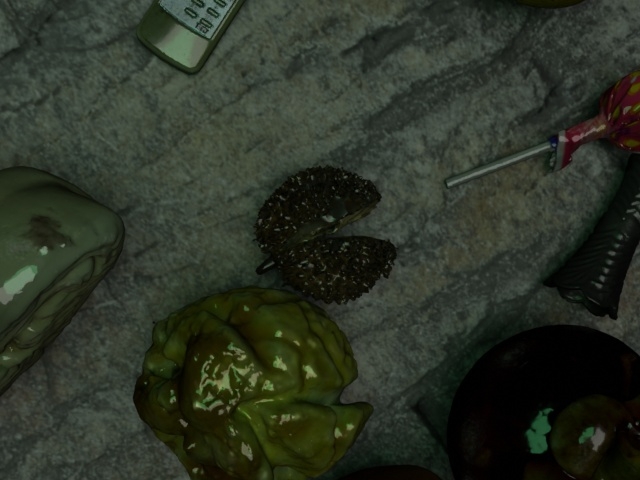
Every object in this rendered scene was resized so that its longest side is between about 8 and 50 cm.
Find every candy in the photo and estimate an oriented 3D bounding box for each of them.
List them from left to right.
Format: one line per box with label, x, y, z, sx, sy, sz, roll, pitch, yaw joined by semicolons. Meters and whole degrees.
candy;0.354;-0.146;0.976;0.366;0.124;0.124;-21;98;1

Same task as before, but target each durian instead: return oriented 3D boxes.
durian;0.000;0.000;0.898;0.196;0.167;0.195;-2;75;8

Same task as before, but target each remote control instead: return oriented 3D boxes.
remote control;-0.147;-0.338;0.896;0.098;0.038;0.233;33;88;-11

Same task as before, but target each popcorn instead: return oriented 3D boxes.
popcorn;-0.091;0.187;0.840;0.247;0.282;0.281;-26;100;-42

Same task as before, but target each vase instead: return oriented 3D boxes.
vase;0.440;-0.011;0.994;0.116;0.115;0.237;32;87;-11

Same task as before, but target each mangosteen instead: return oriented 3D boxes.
mangosteen;0.325;0.265;0.868;0.307;0.347;0.306;0;90;-7

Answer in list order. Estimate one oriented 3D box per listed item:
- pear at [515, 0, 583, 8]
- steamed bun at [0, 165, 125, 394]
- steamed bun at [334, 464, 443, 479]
pear;0.306;-0.412;0.897;0.198;0.198;0.198;-1;95;-10
steamed bun;-0.387;0.044;0.748;0.219;0.324;0.309;40;79;-6
steamed bun;0.040;0.458;0.888;0.379;0.248;0.235;-33;97;5
